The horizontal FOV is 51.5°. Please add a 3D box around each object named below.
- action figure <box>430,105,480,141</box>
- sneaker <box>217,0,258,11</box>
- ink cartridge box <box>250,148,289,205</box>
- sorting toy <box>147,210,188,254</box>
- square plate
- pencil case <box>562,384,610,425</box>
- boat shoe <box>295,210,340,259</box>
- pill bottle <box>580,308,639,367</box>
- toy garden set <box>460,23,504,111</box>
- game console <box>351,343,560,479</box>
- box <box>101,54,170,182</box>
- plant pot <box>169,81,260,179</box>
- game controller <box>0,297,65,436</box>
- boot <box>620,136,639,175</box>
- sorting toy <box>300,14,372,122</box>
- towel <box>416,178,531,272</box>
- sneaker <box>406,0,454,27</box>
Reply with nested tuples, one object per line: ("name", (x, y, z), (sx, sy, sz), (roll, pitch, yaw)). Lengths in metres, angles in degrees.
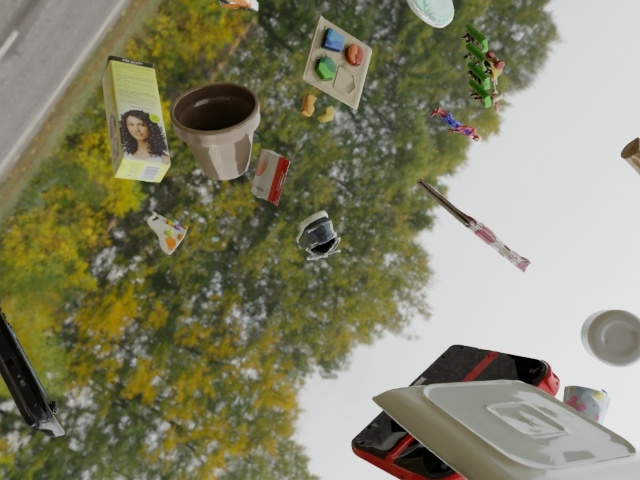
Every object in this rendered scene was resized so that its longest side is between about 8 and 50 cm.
("action figure", (0.285, -0.238, 1.383), (0.030, 0.115, 0.038), (-67, -167, -12))
("sneaker", (-0.196, -0.629, 1.613), (0.262, 0.099, 0.121), (-110, -153, -76))
("ink cartridge box", (-0.157, -0.194, 2.029), (0.179, 0.045, 0.146), (-139, -116, -65))
("sorting toy", (-0.303, -0.025, 1.293), (0.045, 0.075, 0.083), (-45, -162, 17))
("square plate", (0.312, 0.296, 1.033), (0.347, 0.343, 0.049), (28, -69, 57))
("pencil case", (0.718, 0.537, 1.828), (0.124, 0.113, 0.273), (0, -109, 41))
("boat shoe", (0.000, 0.000, 1.597), (0.095, 0.079, 0.254), (-24, 168, -11))
("pill bottle", (0.774, 0.256, 1.763), (0.146, 0.146, 0.264), (-55, 163, 4))
("toy garden set", (0.486, -0.498, 2.005), (0.049, 0.244, 0.204), (-23, -134, -4))
("game console", (0.289, 0.372, 1.433), (0.386, 0.060, 0.342), (-36, -164, -26))
("box", (-0.325, -0.215, 1.162), (0.058, 0.087, 0.232), (-46, -129, 44))
("plant pot", (-0.302, -0.310, 2.000), (0.229, 0.262, 0.263), (87, 17, -45))
("game controller", (-0.597, 0.246, 1.320), (0.067, 0.319, 0.166), (-32, 158, -15))
("boot", (0.865, -0.204, 1.505), (0.295, 0.211, 0.104), (-37, -152, 56))
("sorting toy", (0.046, -0.490, 1.981), (0.041, 0.229, 0.308), (-4, -113, 52))
("towel", (0.414, -0.044, 1.785), (0.037, 0.329, 0.237), (-51, -137, 10))
("sneaker", (0.240, -0.548, 1.345), (0.151, 0.256, 0.094), (8, -125, 49))
